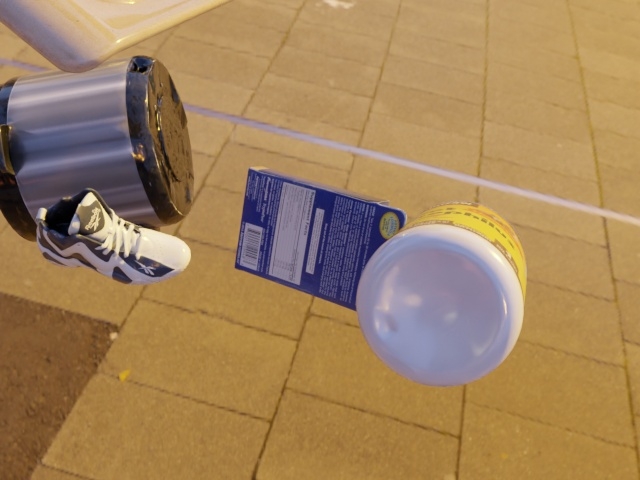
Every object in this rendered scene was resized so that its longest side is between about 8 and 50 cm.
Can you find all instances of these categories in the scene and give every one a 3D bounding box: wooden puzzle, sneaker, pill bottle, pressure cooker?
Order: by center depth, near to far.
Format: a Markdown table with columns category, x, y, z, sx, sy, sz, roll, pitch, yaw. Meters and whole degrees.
| category | x | y | z | sx | sy | sz | roll | pitch | yaw |
| --- | --- | --- | --- | --- | --- | --- | --- | --- | --- |
| pill bottle | 0.108 | 0.031 | 0.604 | 0.117 | 0.117 | 0.215 | 20 | 14 | 12 |
| wooden puzzle | -0.252 | -0.320 | 0.765 | 0.322 | 0.080 | 0.348 | 39 | 44 | 2 |
| sneaker | -0.317 | -0.008 | 1.117 | 0.235 | 0.153 | 0.094 | 15 | 66 | 0 |
| pressure cooker | -0.506 | -0.182 | 1.564 | 0.421 | 0.369 | 0.375 | -8 | 47 | 2 |

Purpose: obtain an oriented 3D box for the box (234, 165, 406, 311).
| category | x | y | z | sx | sy | sz | roll | pitch | yaw |
| --- | --- | --- | --- | --- | --- | --- | --- | --- | --- |
| box | 0.000 | 0.000 | 0.906 | 0.225 | 0.136 | 0.037 | 18 | 16 | 30 |
